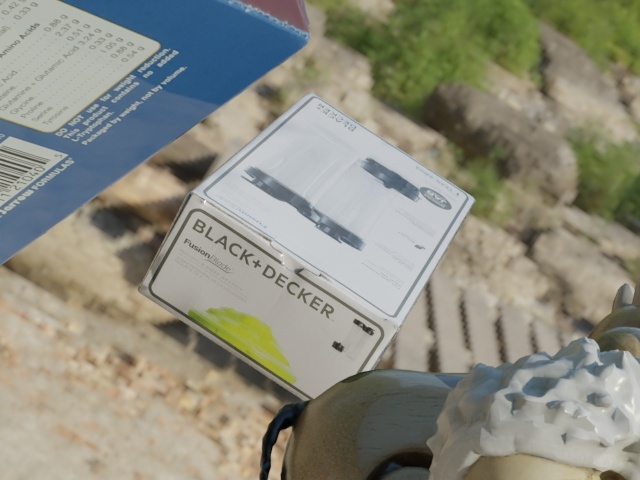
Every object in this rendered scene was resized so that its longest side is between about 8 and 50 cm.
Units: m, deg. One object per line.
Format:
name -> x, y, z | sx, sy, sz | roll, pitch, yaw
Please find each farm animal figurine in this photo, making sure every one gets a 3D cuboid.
farm animal figurine -> 0.115, 0.109, 0.729 | 0.326, 0.330, 0.172 | 3, 63, -33

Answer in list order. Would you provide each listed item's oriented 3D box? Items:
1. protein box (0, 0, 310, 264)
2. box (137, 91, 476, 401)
protein box -> -0.151, -0.093, 0.476 | 0.201, 0.200, 0.136 | 19, 49, -45
box -> 0.000, 0.000, 1.181 | 0.169, 0.087, 0.290 | 33, 24, 2
